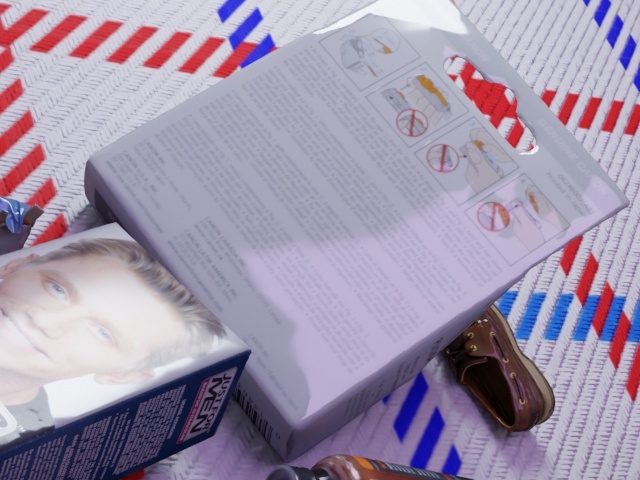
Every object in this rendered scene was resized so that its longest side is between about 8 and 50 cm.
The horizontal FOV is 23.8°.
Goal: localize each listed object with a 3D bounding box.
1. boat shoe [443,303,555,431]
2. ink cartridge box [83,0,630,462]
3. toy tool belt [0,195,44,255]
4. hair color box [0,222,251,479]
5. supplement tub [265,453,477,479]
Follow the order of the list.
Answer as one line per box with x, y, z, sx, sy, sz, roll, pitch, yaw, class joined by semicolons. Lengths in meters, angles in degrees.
0.153;0.108;1.465;0.060;0.064;0.178;-19;67;-50;boat shoe
0.032;-0.034;1.362;0.385;0.091;0.308;-32;71;-21;ink cartridge box
-0.277;-0.025;1.270;0.083;0.051;0.052;21;40;-20;toy tool belt
-0.235;0.108;1.097;0.174;0.105;0.347;41;36;24;hair color box
0.049;0.230;1.224;0.198;0.106;0.106;16;43;-26;supplement tub
